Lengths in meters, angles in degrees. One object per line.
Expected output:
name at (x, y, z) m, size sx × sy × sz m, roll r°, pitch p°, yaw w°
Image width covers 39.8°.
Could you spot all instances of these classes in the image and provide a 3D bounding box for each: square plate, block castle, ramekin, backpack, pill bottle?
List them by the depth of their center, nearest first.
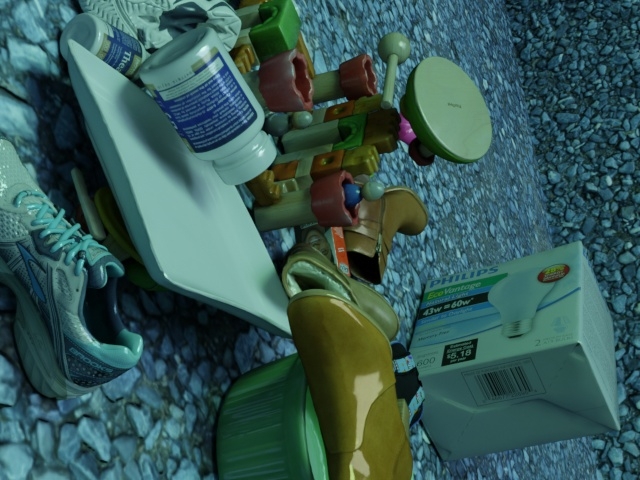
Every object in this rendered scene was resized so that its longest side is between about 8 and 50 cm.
square plate at (-0.167, -0.041, 1.090) m, size 0.344 × 0.049 × 0.347 m, roll 63°, pitch 13°, yaw 26°
pill bottle at (-0.264, -0.235, 1.121) m, size 0.120 × 0.067 × 0.067 m, roll 20°, pitch 56°, yaw -59°
pill bottle at (-0.137, -0.168, 1.138) m, size 0.186 × 0.112 × 0.112 m, roll 58°, pitch 29°, yaw -29°
ramekin at (-0.006, 0.290, 1.190) m, size 0.303 × 0.148 × 0.303 m, roll 42°, pitch 38°, yaw -46°
block castle at (-0.008, -0.245, 1.410) m, size 0.453 × 0.213 × 0.303 m, roll -79°, pitch 152°, yaw -50°
backpack at (0.099, 0.249, 1.462) m, size 0.173 × 0.117 × 0.158 m, roll -17°, pitch 88°, yaw -64°

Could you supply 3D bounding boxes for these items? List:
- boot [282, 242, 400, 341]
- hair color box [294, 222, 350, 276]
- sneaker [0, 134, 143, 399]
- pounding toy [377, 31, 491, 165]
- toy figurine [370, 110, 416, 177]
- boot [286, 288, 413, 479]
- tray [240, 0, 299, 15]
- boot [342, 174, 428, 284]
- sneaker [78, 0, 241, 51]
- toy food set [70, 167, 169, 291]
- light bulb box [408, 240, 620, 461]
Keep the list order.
boot at (0.034, 0.098, 1.300) m, size 0.236 × 0.089 × 0.269 m, roll 36°, pitch 1°, yaw -6°
hair color box at (0.000, 0.000, 1.485) m, size 0.043 × 0.072 × 0.141 m, roll 22°, pitch 53°, yaw -59°
sneaker at (-0.262, 0.016, 0.895) m, size 0.282 × 0.122 × 0.110 m, roll 67°, pitch 26°, yaw -8°
pounding toy at (0.160, -0.206, 1.434) m, size 0.237 × 0.110 × 0.182 m, roll 30°, pitch 52°, yaw -29°
toy figurine at (0.153, -0.222, 1.835) m, size 0.130 × 0.159 × 0.173 m, roll 64°, pitch 26°, yaw -16°
boot at (0.036, 0.219, 1.027) m, size 0.295 × 0.104 × 0.211 m, roll 59°, pitch 28°, yaw -34°
tray at (-0.122, -0.457, 1.596) m, size 0.270 × 0.030 × 0.145 m, roll 44°, pitch 36°, yaw -44°
boot at (0.119, -0.014, 1.684) m, size 0.283 × 0.109 × 0.220 m, roll 39°, pitch 39°, yaw -45°
sneaker at (-0.238, -0.341, 1.234) m, size 0.235 × 0.094 × 0.153 m, roll -2°, pitch 39°, yaw -34°
toy food set at (-0.232, 0.007, 1.040) m, size 0.218 × 0.071 × 0.128 m, roll 33°, pitch 21°, yaw -55°
light bulb box at (0.389, 0.218, 1.784) m, size 0.225 × 0.358 × 0.361 m, roll 63°, pitch 26°, yaw -22°
